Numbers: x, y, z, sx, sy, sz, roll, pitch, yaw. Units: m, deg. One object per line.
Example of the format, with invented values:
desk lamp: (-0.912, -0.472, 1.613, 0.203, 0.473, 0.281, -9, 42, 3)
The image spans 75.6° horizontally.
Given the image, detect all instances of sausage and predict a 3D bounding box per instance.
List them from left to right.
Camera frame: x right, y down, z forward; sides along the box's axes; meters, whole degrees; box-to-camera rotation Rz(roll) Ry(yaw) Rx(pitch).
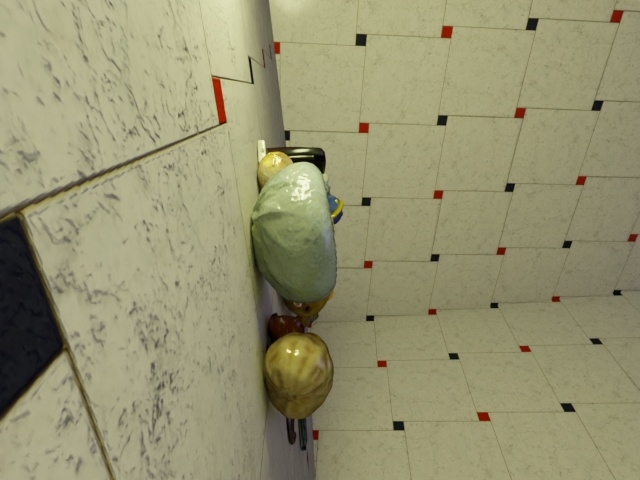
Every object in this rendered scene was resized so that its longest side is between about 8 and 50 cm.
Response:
sausage: (-0.094, 0.289, 1.230, 0.330, 0.102, 0.102, 88, -4, -66)

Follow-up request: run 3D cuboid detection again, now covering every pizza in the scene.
pizza: (-0.065, 0.372, 1.972, 0.071, 0.189, 0.297, 39, -8, 10)

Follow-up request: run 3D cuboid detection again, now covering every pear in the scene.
pear: (-0.063, 0.216, 1.712, 0.209, 0.208, 0.209, 174, -90, -89)

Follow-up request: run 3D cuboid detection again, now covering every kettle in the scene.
kettle: (-0.094, -0.319, 1.642, 0.202, 0.232, 0.144, 86, -3, -73)

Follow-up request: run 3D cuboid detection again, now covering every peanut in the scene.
peanut: (-0.051, 0.357, 1.058, 0.387, 0.169, 0.192, 87, 3, -61)

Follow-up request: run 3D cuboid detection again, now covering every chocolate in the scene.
chocolate: (-0.127, -0.140, 1.310, 0.309, 0.134, 0.134, 82, 1, -48)

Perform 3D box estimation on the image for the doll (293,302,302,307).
doll: (-0.064, 0.137, 1.578, 0.093, 0.211, 0.262, 125, -27, -52)

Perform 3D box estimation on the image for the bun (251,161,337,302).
bun: (-0.066, -0.019, 1.061, 0.362, 0.211, 0.362, -4, 90, -89)

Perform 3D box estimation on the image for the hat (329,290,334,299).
hat: (-0.069, 0.302, 2.175, 0.233, 0.244, 0.234, 105, -8, -46)

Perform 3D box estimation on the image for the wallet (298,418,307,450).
wallet: (-0.084, 0.845, 1.933, 0.167, 0.036, 0.222, 92, -6, -78)

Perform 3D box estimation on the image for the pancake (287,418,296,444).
pancake: (-0.105, 0.627, 1.471, 0.184, 0.020, 0.191, -99, -176, -59)

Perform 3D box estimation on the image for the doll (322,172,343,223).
doll: (0.005, -0.198, 1.974, 0.242, 0.159, 0.311, 42, 31, -20)

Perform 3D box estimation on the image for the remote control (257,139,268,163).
remote control: (-0.184, -0.247, 1.383, 0.190, 0.029, 0.088, 87, -2, -70)

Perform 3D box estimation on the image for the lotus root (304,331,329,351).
lotus root: (-0.047, 0.440, 1.459, 0.291, 0.193, 0.193, -111, -165, -73)
